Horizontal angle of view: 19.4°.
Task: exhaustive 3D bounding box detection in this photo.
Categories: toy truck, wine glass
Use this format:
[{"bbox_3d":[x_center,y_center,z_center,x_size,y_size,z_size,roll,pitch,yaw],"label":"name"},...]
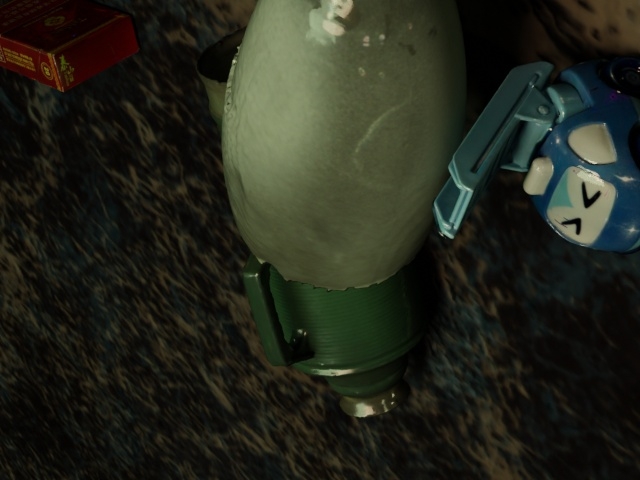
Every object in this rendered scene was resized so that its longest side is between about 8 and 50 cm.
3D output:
[{"bbox_3d":[0.083,-0.029,0.688,0.056,0.090,0.073,107,152,-51],"label":"toy truck"},{"bbox_3d":[-0.041,-0.151,0.664,0.264,0.096,0.309,45,156,21],"label":"wine glass"}]

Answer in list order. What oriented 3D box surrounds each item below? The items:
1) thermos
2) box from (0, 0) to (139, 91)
[{"bbox_3d":[0.004,-0.002,0.844,0.083,0.073,0.188,-85,-19,-61],"label":"thermos"},{"bbox_3d":[-0.140,-0.107,0.979,0.082,0.051,0.023,23,137,43],"label":"box"}]
